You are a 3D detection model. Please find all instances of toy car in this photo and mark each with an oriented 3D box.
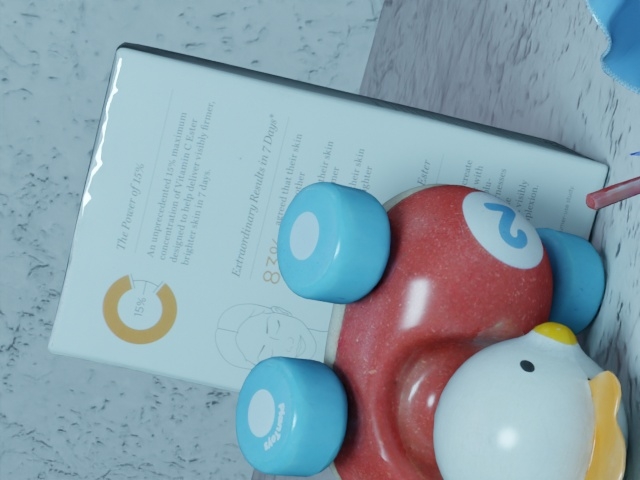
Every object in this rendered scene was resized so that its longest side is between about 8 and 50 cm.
[{"bbox_3d":[0.111,0.084,1.036,0.238,0.219,0.210,20,98,54],"label":"toy car"}]

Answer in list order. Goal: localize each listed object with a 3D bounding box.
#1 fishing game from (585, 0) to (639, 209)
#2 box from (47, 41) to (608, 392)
[{"bbox_3d":[0.189,-0.133,0.721,0.041,0.189,0.264,41,139,41],"label":"fishing game"},{"bbox_3d":[0.000,0.000,1.258,0.168,0.345,0.215,-119,42,-80],"label":"box"}]
